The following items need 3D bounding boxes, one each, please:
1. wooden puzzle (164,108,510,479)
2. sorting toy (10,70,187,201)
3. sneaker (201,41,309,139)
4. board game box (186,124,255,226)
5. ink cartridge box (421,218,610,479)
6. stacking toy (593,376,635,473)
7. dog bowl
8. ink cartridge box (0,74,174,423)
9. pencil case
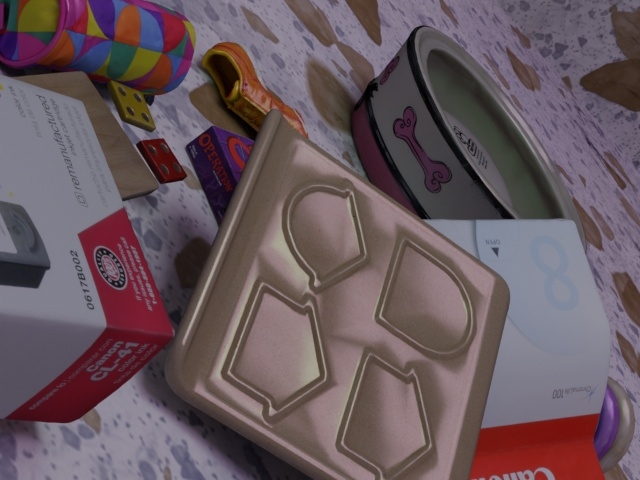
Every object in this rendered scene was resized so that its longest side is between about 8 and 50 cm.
[{"bbox_3d":[0.022,0.091,1.309,0.348,0.080,0.322,38,49,-22],"label":"wooden puzzle"},{"bbox_3d":[-0.220,-0.083,1.239,0.132,0.046,0.274,56,23,4],"label":"sorting toy"},{"bbox_3d":[-0.079,-0.156,1.628,0.175,0.064,0.067,50,38,6],"label":"sneaker"},{"bbox_3d":[0.000,0.000,1.569,0.347,0.056,0.208,16,40,-57],"label":"board game box"},{"bbox_3d":[0.211,0.162,1.517,0.308,0.091,0.385,0,65,-39],"label":"ink cartridge box"},{"bbox_3d":[0.248,0.194,1.689,0.330,0.141,0.141,25,36,-44],"label":"stacking toy"},{"bbox_3d":[0.205,-0.101,1.985,0.408,0.150,0.408,43,26,-27],"label":"dog bowl"},{"bbox_3d":[-0.270,-0.010,0.910,0.306,0.131,0.226,16,43,-54],"label":"ink cartridge box"},{"bbox_3d":[-0.219,-0.198,1.346,0.104,0.104,0.236,62,21,16],"label":"pencil case"}]
